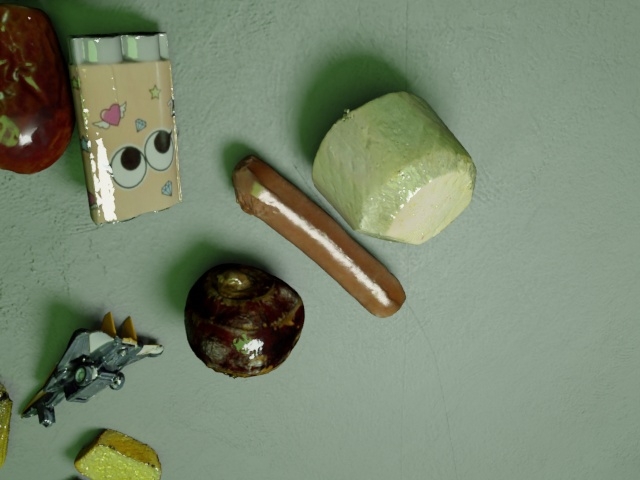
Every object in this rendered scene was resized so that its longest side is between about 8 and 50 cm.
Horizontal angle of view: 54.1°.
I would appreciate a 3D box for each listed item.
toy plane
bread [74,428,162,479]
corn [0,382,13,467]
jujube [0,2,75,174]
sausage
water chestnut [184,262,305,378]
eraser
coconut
[{"bbox_3d":[-0.467,0.272,1.193,0.316,0.103,0.204,-42,145,12],"label":"toy plane"},{"bbox_3d":[-0.408,0.466,1.299,0.187,0.065,0.103,31,102,-17],"label":"bread"},{"bbox_3d":[-0.644,0.368,1.224,0.072,0.072,0.203,12,108,-12],"label":"corn"},{"bbox_3d":[-0.473,-0.231,0.961,0.189,0.190,0.255,5,101,-10],"label":"jujube"},{"bbox_3d":[0.000,0.000,1.158,0.419,0.094,0.094,40,105,-20],"label":"sausage"},{"bbox_3d":[-0.138,0.159,1.139,0.223,0.224,0.238,8,107,-11],"label":"water chestnut"},{"bbox_3d":[-0.319,-0.184,1.020,0.171,0.087,0.291,-24,121,-46],"label":"eraser"},{"bbox_3d":[0.116,-0.128,1.056,0.239,0.244,0.239,-27,149,-18],"label":"coconut"}]
